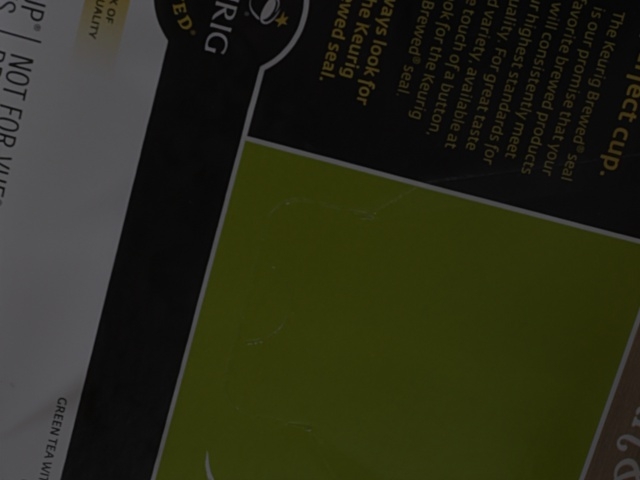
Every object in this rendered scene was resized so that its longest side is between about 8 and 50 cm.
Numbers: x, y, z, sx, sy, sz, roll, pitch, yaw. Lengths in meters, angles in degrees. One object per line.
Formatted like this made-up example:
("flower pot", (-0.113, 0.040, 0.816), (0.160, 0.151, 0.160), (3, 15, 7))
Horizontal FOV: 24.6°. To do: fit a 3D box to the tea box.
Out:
("tea box", (0.000, 0.000, 0.664), (0.220, 0.323, 0.329), (-91, 17, -74))
